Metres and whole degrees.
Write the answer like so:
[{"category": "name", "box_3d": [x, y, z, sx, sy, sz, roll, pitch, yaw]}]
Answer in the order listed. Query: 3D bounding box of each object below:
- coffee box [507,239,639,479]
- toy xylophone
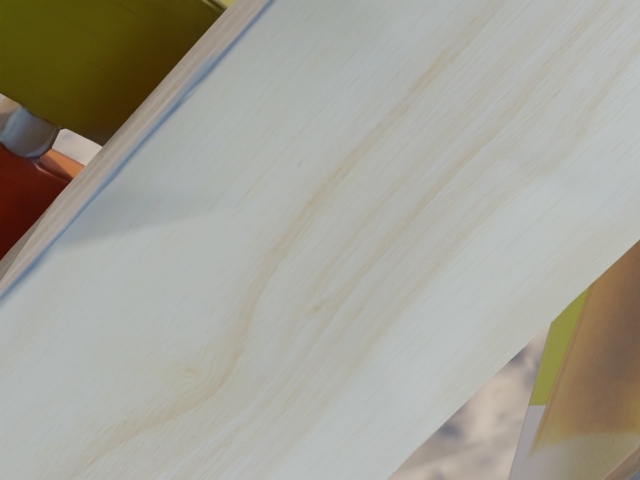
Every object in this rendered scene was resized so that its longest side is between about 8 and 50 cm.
[{"category": "coffee box", "box_3d": [0.297, 0.124, 0.768, 0.338, 0.334, 0.337, 22, 167, -21]}, {"category": "toy xylophone", "box_3d": [0.000, 0.000, 0.432, 0.323, 0.081, 0.236, -39, 135, 14]}]
